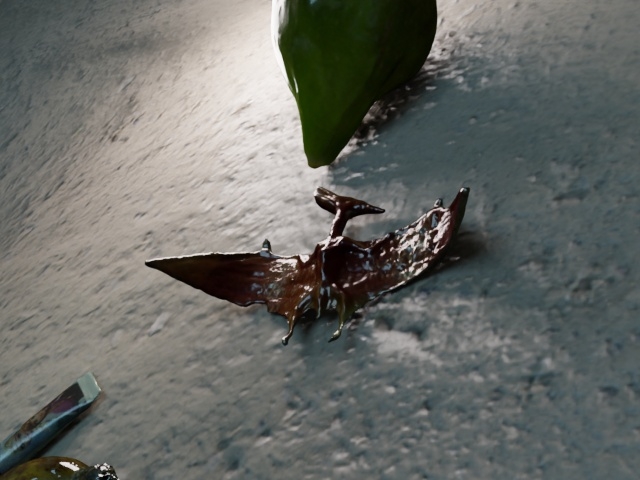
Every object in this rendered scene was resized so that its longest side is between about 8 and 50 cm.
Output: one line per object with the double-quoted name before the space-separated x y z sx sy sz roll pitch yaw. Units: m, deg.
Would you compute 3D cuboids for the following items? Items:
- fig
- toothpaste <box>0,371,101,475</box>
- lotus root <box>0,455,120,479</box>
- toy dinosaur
"fig" 0.025 -0.222 1.016 0.206 0.206 0.275 9 78 47
"toothpaste" -0.341 0.234 0.966 0.216 0.037 0.062 -41 33 -10
"lotus root" -0.267 0.269 0.792 0.209 0.120 0.120 -28 36 15
"toy dinosaur" 0.003 0.006 0.833 0.327 0.113 0.206 13 60 47
